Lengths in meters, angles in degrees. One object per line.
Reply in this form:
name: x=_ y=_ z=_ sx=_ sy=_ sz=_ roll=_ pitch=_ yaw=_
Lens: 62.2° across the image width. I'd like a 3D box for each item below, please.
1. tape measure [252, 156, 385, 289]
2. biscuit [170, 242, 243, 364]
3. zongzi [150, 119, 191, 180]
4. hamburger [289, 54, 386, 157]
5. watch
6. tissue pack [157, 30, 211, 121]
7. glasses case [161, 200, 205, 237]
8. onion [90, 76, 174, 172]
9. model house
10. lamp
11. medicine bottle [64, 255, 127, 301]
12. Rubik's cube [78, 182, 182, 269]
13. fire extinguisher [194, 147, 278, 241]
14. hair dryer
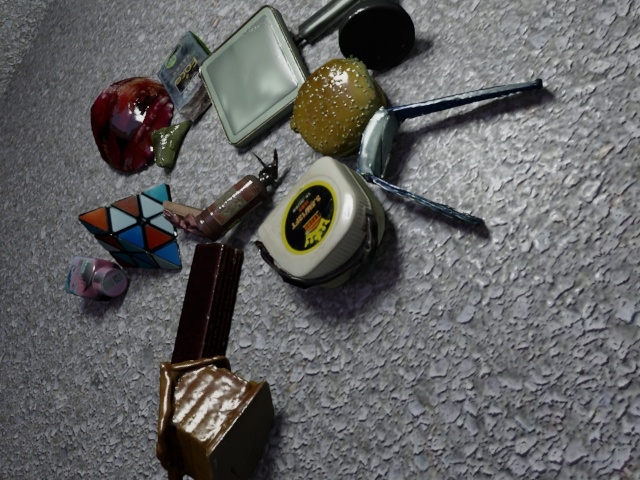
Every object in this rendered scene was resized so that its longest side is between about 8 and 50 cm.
tape measure: x=0.000 y=0.000 z=1.048 sx=0.271 sy=0.133 sz=0.231 roll=-45 pitch=46 yaw=20
biscuit: x=-0.269 y=0.196 z=1.225 sx=0.107 sy=0.073 sz=0.388 roll=-1 pitch=75 yaw=39
zongzi: x=-0.412 y=-0.258 z=1.510 sx=0.131 sy=0.062 sz=0.154 roll=-17 pitch=74 yaw=9
hamburger: x=0.029 y=-0.270 z=1.105 sx=0.215 sy=0.122 sz=0.189 roll=-30 pitch=75 yaw=29
watch: x=0.215 y=-0.194 z=0.962 sx=0.275 sy=0.068 sz=0.276 roll=25 pitch=90 yaw=34
tissue pack: x=-0.372 y=-0.474 z=1.526 sx=0.173 sy=0.073 sz=0.235 roll=-45 pitch=52 yaw=15
glasses case: x=-0.331 y=-0.049 z=1.338 sx=0.193 sy=0.102 sz=0.070 roll=16 pitch=92 yaw=40
onion: x=-0.583 y=-0.371 z=1.615 sx=0.280 sy=0.146 sz=0.314 roll=25 pitch=87 yaw=36
model house: x=-0.233 y=0.365 z=1.066 sx=0.229 sy=0.219 sz=0.199 roll=23 pitch=133 yaw=29
lamp: x=-0.167 y=-0.404 z=1.320 sx=0.266 sy=0.047 sz=0.269 roll=-30 pitch=73 yaw=25
medicine bottle: x=-0.642 y=0.112 z=1.528 sx=0.188 sy=0.094 sz=0.119 roll=5 pitch=77 yaw=39
Rubik's cube: x=-0.465 y=0.036 z=1.433 sx=0.234 sy=0.284 sz=0.250 roll=34 pitch=124 yaw=19
fire extinguisher: x=-0.179 y=-0.108 z=1.216 sx=0.252 sy=0.106 sz=0.075 roll=-39 pitch=60 yaw=2
hair dryer: x=0.069 y=-0.484 z=1.199 sx=0.284 sy=0.156 sz=0.320 roll=-48 pitch=36 yaw=41
